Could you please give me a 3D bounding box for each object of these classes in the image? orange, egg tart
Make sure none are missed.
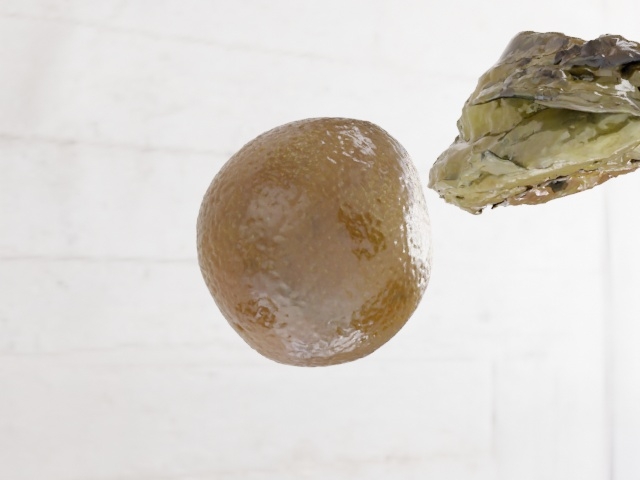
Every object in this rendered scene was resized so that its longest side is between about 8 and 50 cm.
[{"bbox_3d":[0.000,0.000,0.641,0.085,0.085,0.085,4,84,-47],"label":"orange"},{"bbox_3d":[0.208,-0.102,1.509,0.297,0.297,0.132,-10,90,-47],"label":"egg tart"}]
